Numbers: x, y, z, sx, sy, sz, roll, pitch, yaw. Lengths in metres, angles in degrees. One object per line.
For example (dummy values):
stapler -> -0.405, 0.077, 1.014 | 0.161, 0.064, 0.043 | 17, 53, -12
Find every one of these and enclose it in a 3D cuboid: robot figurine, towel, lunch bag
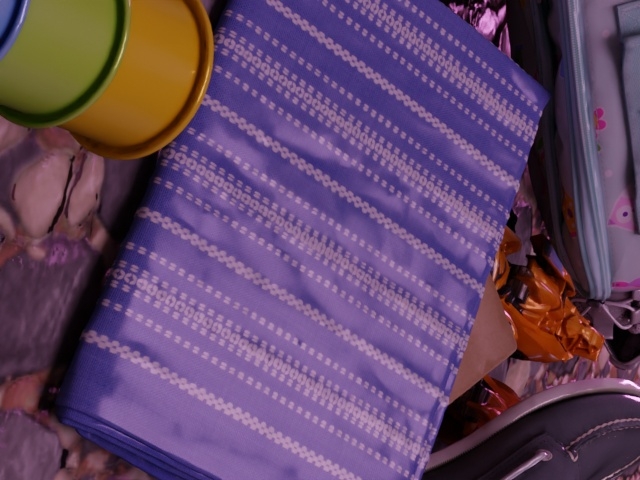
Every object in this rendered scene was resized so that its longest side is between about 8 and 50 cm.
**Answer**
robot figurine -> 0.111, 0.062, 1.232 | 0.291, 0.085, 0.211 | 44, 64, -56
towel -> 0.000, 0.000, 1.002 | 0.243, 0.040, 0.336 | 33, 69, -32
lunch bag -> 0.191, -0.112, 1.179 | 0.224, 0.107, 0.279 | -93, 172, -65

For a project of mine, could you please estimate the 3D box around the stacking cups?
stacking cups -> -0.170, -0.116, 0.707 | 0.316, 0.096, 0.096 | 21, 82, -56

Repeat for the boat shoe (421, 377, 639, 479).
boat shoe -> 0.123, 0.187, 1.179 | 0.319, 0.099, 0.116 | -16, 138, -32

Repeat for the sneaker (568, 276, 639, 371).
sneaker -> 0.253, 0.026, 1.434 | 0.281, 0.105, 0.115 | 46, 61, -55

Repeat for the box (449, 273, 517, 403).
box -> 0.032, 0.019, 1.057 | 0.164, 0.021, 0.201 | -34, 111, -33
